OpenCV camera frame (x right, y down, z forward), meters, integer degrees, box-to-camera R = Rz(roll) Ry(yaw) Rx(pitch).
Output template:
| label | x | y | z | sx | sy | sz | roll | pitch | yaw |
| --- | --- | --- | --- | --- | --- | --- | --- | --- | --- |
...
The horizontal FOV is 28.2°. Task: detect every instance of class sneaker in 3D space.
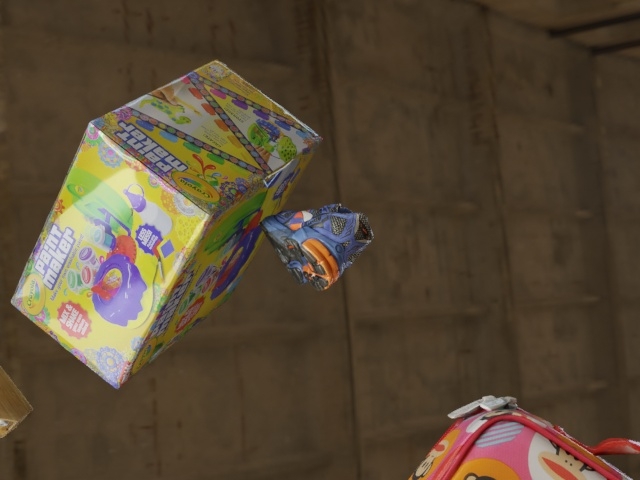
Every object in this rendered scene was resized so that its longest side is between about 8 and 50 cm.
| label | x | y | z | sx | sy | sz | roll | pitch | yaw |
| --- | --- | --- | --- | --- | --- | --- | --- | --- | --- |
| sneaker | 0.000 | 0.000 | 1.390 | 0.087 | 0.221 | 0.083 | -32 | -73 | -11 |

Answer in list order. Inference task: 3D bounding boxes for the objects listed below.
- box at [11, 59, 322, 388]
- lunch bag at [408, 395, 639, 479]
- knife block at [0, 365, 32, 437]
| label | x | y | z | sx | sy | sz | roll | pitch | yaw |
| --- | --- | --- | --- | --- | --- | --- | --- | --- | --- |
| box | -0.186 | -0.026 | 1.549 | 0.177 | 0.290 | 0.279 | 38 | -145 | 9 |
| lunch bag | 0.188 | 0.260 | 0.947 | 0.293 | 0.120 | 0.258 | 36 | -95 | -1 |
| knife block | -0.492 | 0.106 | 1.588 | 0.275 | 0.088 | 0.242 | 13 | -117 | -23 |
